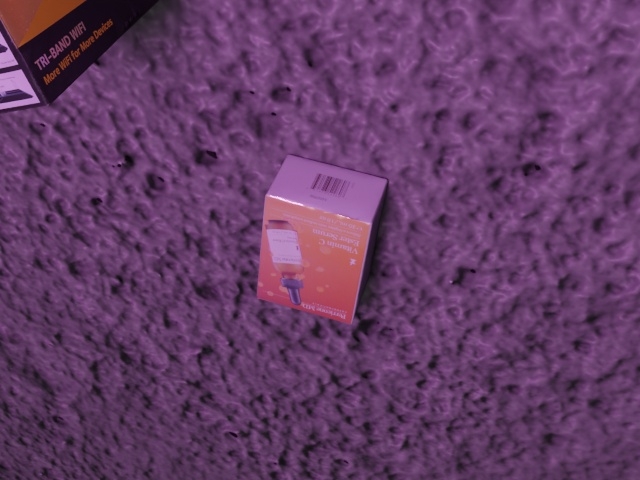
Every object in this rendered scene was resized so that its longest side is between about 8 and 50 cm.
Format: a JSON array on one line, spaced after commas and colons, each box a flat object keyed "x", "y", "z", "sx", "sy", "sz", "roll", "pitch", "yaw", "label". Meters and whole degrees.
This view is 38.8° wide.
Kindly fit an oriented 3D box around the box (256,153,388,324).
[{"x": 0.000, "y": 0.000, "z": 1.112, "sx": 0.130, "sy": 0.091, "sz": 0.170, "roll": 14, "pitch": 131, "yaw": 8, "label": "box"}]

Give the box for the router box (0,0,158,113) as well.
[{"x": -0.246, "y": -0.295, "z": 0.808, "sx": 0.081, "sy": 0.309, "sz": 0.243, "roll": -4, "pitch": 127, "yaw": 27, "label": "router box"}]
